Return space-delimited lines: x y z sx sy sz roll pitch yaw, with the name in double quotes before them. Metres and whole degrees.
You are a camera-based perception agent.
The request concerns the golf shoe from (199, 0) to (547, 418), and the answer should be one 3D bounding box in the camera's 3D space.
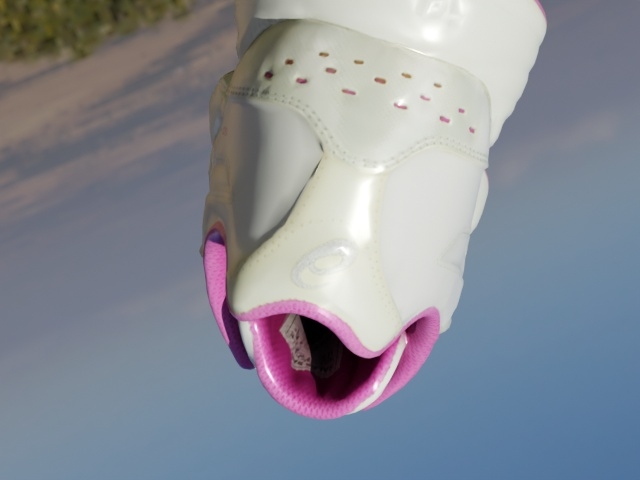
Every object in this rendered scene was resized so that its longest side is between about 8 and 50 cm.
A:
"golf shoe" 0.000 0.000 0.636 0.115 0.140 0.306 14 165 4
